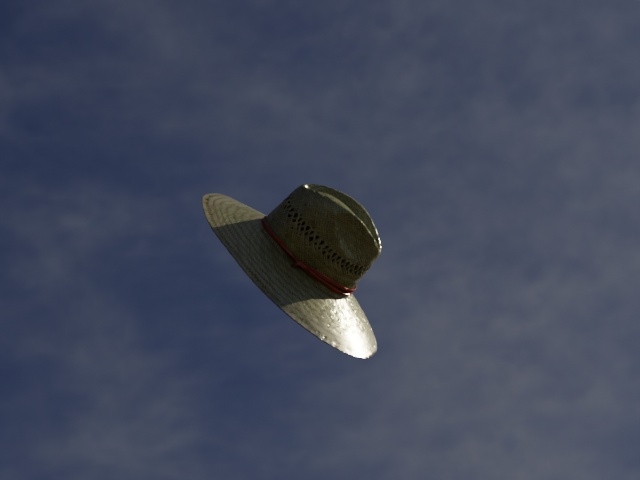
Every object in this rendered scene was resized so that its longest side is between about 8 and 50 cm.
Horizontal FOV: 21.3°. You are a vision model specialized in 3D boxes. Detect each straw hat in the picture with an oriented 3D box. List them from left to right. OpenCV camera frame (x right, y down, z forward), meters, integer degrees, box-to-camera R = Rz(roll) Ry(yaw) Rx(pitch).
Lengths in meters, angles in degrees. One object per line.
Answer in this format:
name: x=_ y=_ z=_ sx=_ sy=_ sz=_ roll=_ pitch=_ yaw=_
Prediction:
straw hat: x=0.000 y=0.000 z=1.043 sx=0.144 sy=0.144 sz=0.061 roll=32 pitch=-73 yaw=-38
